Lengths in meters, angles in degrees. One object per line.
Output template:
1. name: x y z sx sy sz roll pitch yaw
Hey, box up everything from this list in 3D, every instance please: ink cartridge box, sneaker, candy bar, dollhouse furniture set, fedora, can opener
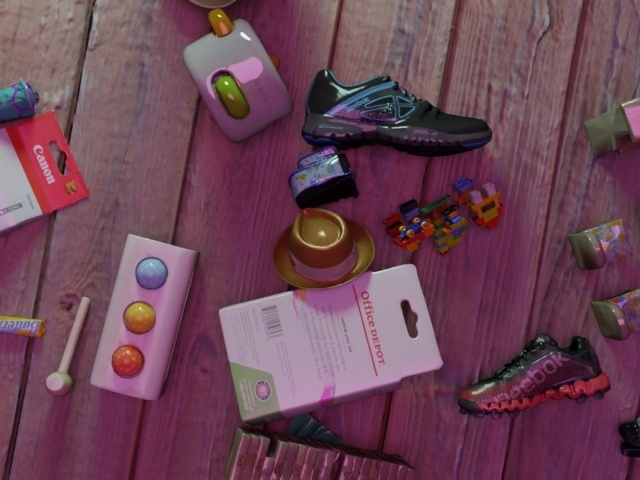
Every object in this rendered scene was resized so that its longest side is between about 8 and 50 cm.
1. ink cartridge box: -0.562 -0.118 1.785 0.225 0.056 0.180 -24 89 1
2. sneaker: 0.373 0.239 1.756 0.276 0.097 0.135 -12 89 -2
3. candy bar: -0.581 0.154 1.795 0.162 0.018 0.040 6 89 1
4. dollhouse furniture set: 0.626 -0.061 1.683 0.362 0.256 0.394 -19 89 0
5. ink cartridge box: 0.019 0.184 1.724 0.354 0.119 0.207 -14 73 0
6. fedora: 0.000 0.000 1.720 0.194 0.194 0.079 -12 132 0
7. can opener: 0.633 0.342 1.782 0.186 0.073 0.059 -12 50 -3
8. sneaker: 0.141 -0.228 1.753 0.341 0.125 0.139 6 84 -2

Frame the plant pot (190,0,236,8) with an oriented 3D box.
1. plant pot: -0.157 -0.574 1.710 0.191 0.284 0.284 -37 89 -36

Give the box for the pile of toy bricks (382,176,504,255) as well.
1. pile of toy bricks: 0.221 -0.023 1.771 0.212 0.118 0.105 -29 118 -16

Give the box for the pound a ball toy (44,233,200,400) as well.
1. pound a ball toy: -0.356 0.147 1.737 0.208 0.136 0.319 15 88 0

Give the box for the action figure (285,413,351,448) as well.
1. action figure: -0.060 0.429 1.767 0.137 0.063 0.232 40 85 -1

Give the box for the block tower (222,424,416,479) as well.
1. block tower: 0.004 0.399 1.703 0.336 0.091 0.097 16 88 -16

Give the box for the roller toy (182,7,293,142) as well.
1. roller toy: -0.139 -0.284 1.720 0.146 0.191 0.209 -29 65 1

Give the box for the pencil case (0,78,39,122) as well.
1. pencil case: -0.593 -0.247 1.780 0.152 0.064 0.070 -11 90 0

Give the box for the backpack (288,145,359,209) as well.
1. backpack: 0.000 -0.110 1.762 0.114 0.105 0.084 -22 67 0
